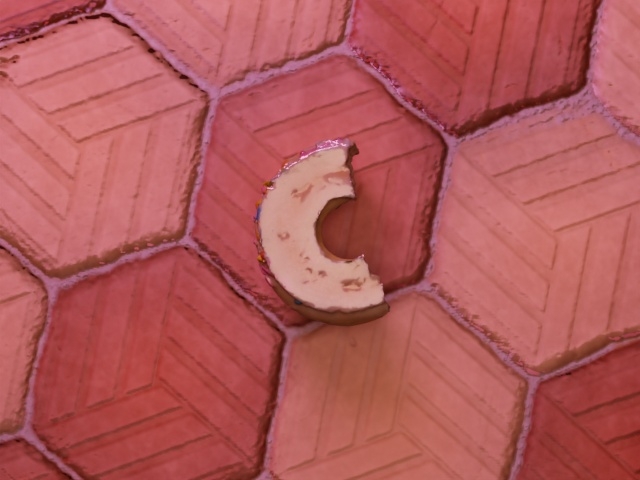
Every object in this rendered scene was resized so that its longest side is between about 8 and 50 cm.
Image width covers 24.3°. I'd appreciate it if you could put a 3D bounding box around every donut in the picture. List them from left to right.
[{"bbox_3d":[-0.005,-0.002,1.327,0.108,0.065,0.165,-11,88,1],"label":"donut"}]
